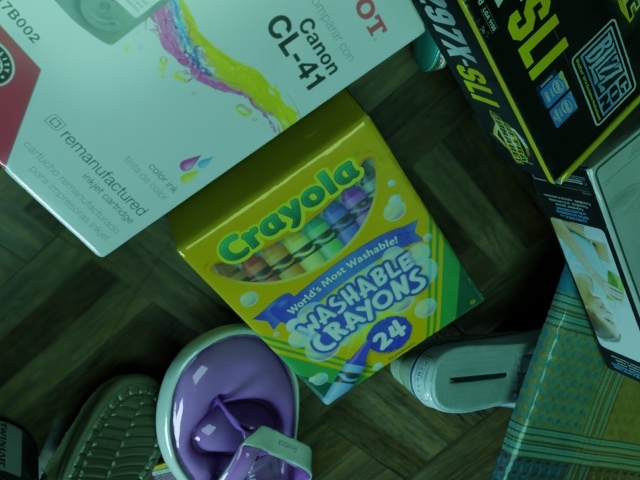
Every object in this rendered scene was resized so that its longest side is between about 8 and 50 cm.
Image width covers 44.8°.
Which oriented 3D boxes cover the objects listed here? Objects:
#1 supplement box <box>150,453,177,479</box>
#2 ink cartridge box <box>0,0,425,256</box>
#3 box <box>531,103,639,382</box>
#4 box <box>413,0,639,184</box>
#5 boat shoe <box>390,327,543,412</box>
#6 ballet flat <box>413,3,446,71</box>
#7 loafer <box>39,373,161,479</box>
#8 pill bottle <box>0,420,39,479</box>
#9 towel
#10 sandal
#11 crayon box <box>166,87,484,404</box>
[{"bbox_3d":[-0.166,0.264,0.889,0.055,0.043,0.083,-11,125,-15],"label":"supplement box"},{"bbox_3d":[-0.114,-0.167,0.563,0.306,0.131,0.226,-34,127,6],"label":"ink cartridge box"},{"bbox_3d":[0.343,-0.005,0.801,0.169,0.087,0.290,-36,116,-16],"label":"box"},{"bbox_3d":[0.196,-0.243,0.620,0.257,0.079,0.322,-43,127,-6],"label":"box"},{"bbox_3d":[0.224,0.145,0.920,0.302,0.094,0.109,7,97,-29],"label":"boat shoe"},{"bbox_3d":[0.112,-0.223,0.656,0.052,0.057,0.168,-17,128,-21],"label":"ballet flat"},{"bbox_3d":[-0.249,0.253,0.825,0.102,0.092,0.268,19,99,-41],"label":"loafer"},{"bbox_3d":[-0.330,0.295,0.722,0.130,0.245,0.130,-10,125,-14],"label":"pill bottle"},{"bbox_3d":[0.350,0.139,0.913,0.271,0.040,0.370,19,92,-30],"label":"towel"},{"bbox_3d":[-0.069,0.265,0.860,0.169,0.102,0.416,-28,132,-31],"label":"sandal"},{"bbox_3d":[0.000,0.000,0.747,0.203,0.083,0.323,-35,127,5],"label":"crayon box"}]
